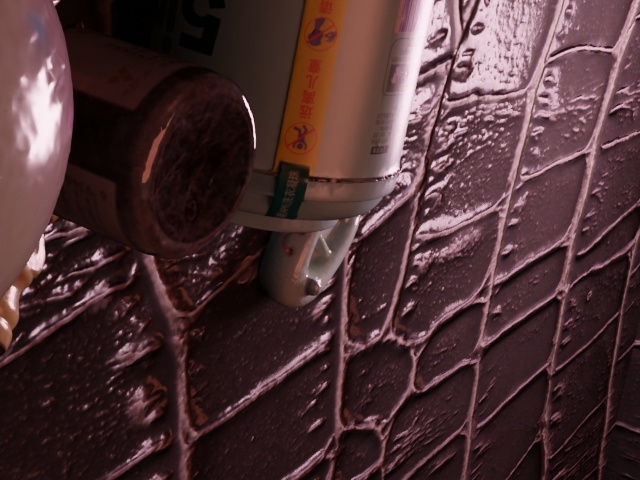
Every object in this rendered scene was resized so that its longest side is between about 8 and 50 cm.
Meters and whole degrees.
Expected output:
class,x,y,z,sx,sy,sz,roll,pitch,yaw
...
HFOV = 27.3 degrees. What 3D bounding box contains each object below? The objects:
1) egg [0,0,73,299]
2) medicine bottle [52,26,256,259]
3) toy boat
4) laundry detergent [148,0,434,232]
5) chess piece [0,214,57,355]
class,x,y,z,sx,sy,sz,roll,pitch,yaw
egg,-0.328,-0.108,0.894,0.340,0.354,0.355,-69,163,-56
medicine bottle,-0.204,-0.100,1.144,0.165,0.273,0.165,-37,138,-42
toy boat,0.000,0.000,1.754,0.208,0.079,0.134,-56,151,-25
laundry detergent,-0.038,-0.180,1.355,0.287,0.287,0.305,-14,120,-56
chess piece,-0.301,0.003,1.260,0.200,0.090,0.090,-69,153,-24
